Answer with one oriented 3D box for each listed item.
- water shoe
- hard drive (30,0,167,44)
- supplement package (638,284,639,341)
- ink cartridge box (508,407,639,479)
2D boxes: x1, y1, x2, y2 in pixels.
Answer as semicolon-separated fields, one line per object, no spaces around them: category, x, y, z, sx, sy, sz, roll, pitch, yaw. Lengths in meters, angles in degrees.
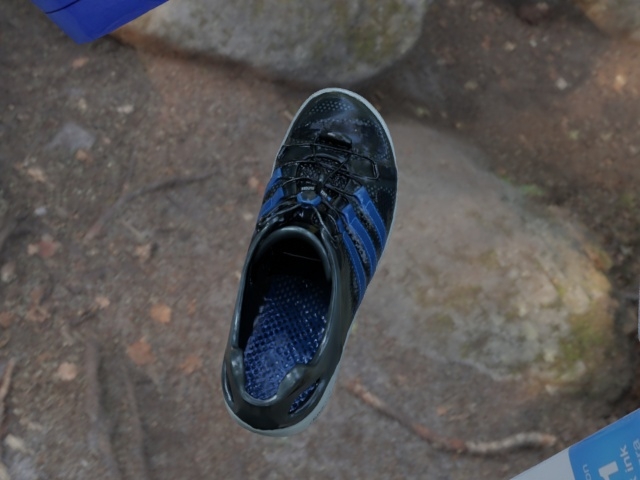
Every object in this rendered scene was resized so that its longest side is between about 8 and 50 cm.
water shoe;0.000;0.000;0.596;0.073;0.080;0.203;10;67;3
hard drive;-0.126;-0.235;0.511;0.319;0.210;0.040;44;29;-48
supplement package;0.283;-0.054;0.665;0.149;0.203;0.194;9;61;6
ink cartridge box;0.128;0.102;0.383;0.140;0.190;0.082;-11;71;-22
